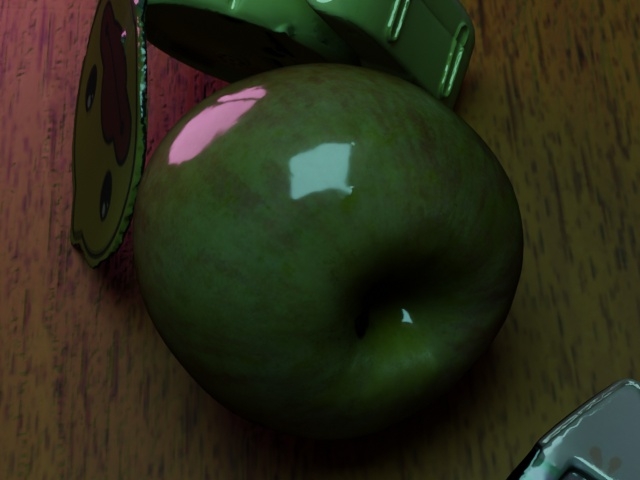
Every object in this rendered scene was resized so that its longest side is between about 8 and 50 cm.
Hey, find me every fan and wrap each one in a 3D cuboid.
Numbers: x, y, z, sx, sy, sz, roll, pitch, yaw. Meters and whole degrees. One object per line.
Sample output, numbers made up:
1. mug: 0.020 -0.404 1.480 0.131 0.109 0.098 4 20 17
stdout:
1. fan: -0.145 -0.120 1.350 0.011 0.335 0.229 4 42 -19

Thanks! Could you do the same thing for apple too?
1. apple: 0.000 0.000 1.252 0.257 0.257 0.234 -27 34 -10

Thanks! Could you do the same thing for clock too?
1. clock: -0.048 -0.184 1.439 0.308 0.235 0.096 13 79 29

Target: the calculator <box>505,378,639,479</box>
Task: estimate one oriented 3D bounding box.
1. calculator: 0.159 0.251 1.117 0.220 0.048 0.330 36 65 14
